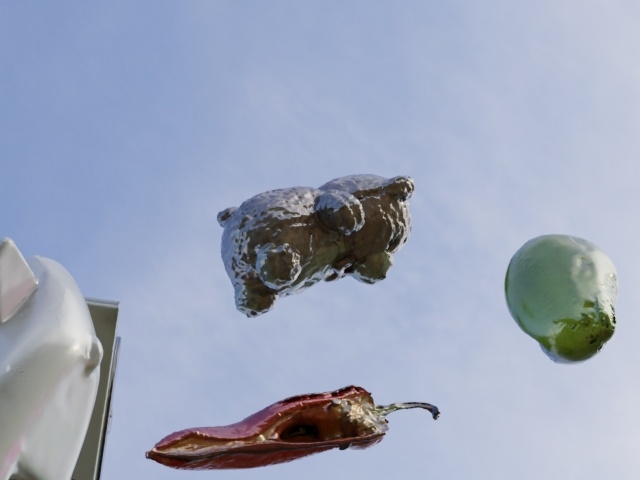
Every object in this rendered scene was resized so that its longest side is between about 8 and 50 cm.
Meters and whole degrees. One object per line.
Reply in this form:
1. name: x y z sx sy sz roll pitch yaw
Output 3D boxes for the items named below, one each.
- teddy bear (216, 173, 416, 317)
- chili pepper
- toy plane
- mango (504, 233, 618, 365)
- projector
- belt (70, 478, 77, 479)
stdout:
1. teddy bear: -0.001 -0.001 1.554 0.267 0.151 0.236 -7 -24 -30
2. chili pepper: -0.020 0.156 0.956 0.268 0.059 0.050 -8 -32 -30
3. toy plane: -0.201 0.123 0.655 0.122 0.267 0.267 5 -56 20
4. mango: 0.193 0.041 0.939 0.091 0.165 0.074 -32 -75 7
5. projector: -0.299 0.227 1.467 0.079 0.259 0.257 7 -23 -8
6. belt: -0.268 0.334 1.116 0.257 0.150 0.207 -5 -89 -35
